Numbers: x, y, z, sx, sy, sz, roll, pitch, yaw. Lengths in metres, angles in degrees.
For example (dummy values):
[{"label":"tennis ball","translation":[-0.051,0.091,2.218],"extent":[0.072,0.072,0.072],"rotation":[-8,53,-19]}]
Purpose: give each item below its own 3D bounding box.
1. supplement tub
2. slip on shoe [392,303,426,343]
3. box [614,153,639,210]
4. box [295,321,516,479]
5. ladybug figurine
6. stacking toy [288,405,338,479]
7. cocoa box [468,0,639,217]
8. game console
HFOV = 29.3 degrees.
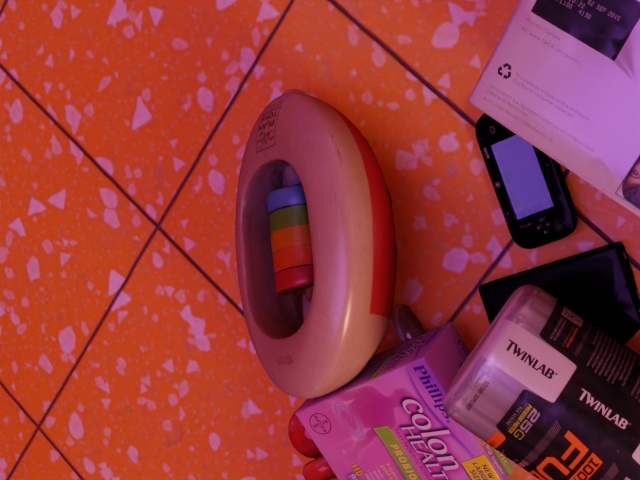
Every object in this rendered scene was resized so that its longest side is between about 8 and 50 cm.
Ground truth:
[{"label":"supplement tub","translation":[0.344,0.226,1.559],"extent":[0.338,0.207,0.207],"rotation":[34,115,7]},{"label":"slip on shoe","translation":[0.150,0.152,1.787],"extent":[0.041,0.051,0.135],"rotation":[-24,87,38]},{"label":"box","translation":[0.423,-0.125,1.292],"extent":[0.100,0.060,0.244],"rotation":[38,114,22]},{"label":"box","translation":[0.129,0.268,1.748],"extent":[0.243,0.117,0.213],"rotation":[-28,98,33]},{"label":"ladybug figurine","translation":[0.000,0.000,1.759],"extent":[0.305,0.162,0.449],"rotation":[-15,77,56]},{"label":"stacking toy","translation":[0.041,0.402,1.865],"extent":[0.141,0.141,0.330],"rotation":[-28,75,32]},{"label":"cocoa box","translation":[0.404,-0.178,1.467],"extent":[0.347,0.228,0.231],"rotation":[37,114,22]},{"label":"game console","translation":[0.294,-0.010,1.676],"extent":[0.213,0.044,0.361],"rotation":[-21,85,33]}]
